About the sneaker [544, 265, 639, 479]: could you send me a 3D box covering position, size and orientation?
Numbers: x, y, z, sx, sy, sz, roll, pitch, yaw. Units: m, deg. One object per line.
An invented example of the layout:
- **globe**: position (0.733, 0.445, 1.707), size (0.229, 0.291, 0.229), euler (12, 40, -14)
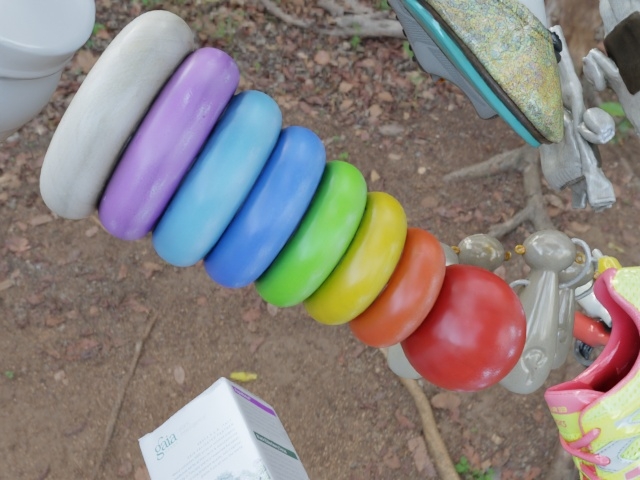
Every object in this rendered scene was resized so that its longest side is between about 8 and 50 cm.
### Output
- **sneaker**: position (0.155, 0.108, 0.328), size (0.094, 0.081, 0.209), euler (15, 86, 3)

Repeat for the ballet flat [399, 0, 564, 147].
- **ballet flat**: position (0.083, -0.221, 0.486), size (0.348, 0.123, 0.123), euler (44, 56, 2)

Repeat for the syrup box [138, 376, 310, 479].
- **syrup box**: position (-0.046, 0.232, 0.495), size (0.093, 0.096, 0.237), euler (-37, 51, 2)

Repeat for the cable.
- **cable**: position (0.349, 0.114, 0.720), size (0.072, 0.140, 0.287), euler (21, 14, -9)

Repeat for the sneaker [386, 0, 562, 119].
- **sneaker**: position (0.111, -0.232, 0.658), size (0.100, 0.108, 0.272), euler (-26, 68, -40)

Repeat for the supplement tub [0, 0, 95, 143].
- **supplement tub**: position (-0.377, -0.161, 0.549), size (0.324, 0.235, 0.236), euler (-27, 44, 26)

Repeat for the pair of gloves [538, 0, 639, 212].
- **pair of gloves**: position (0.274, -0.130, 0.633), size (0.042, 0.240, 0.204), euler (-15, 90, -11)

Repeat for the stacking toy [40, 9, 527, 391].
- **stacking toy**: position (0.000, 0.000, 0.424), size (0.330, 0.141, 0.141), euler (32, 49, -12)

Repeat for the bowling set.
- **bowling set**: position (0.195, 0.050, 0.652), size (0.286, 0.154, 0.200), euler (9, 12, -6)
